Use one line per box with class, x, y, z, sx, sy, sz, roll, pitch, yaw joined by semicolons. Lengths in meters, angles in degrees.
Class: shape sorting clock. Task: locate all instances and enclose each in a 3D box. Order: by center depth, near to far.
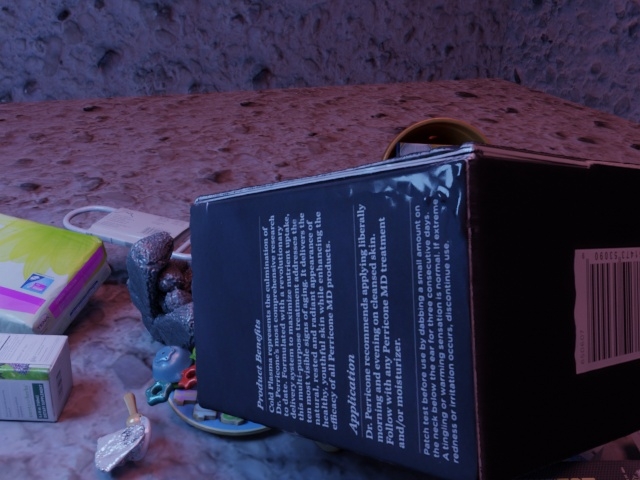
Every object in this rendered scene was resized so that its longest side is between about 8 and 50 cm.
shape sorting clock;-0.134;0.226;1.057;0.206;0.040;0.206;3;25;-2

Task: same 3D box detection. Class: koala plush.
koala plush;-0.194;0.069;1.166;0.221;0.203;0.196;-34;78;-32

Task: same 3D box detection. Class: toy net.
toy net;-0.227;0.235;0.964;0.122;0.045;0.232;-5;38;26

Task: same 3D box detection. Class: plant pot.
plant pot;0.272;-0.156;1.692;0.290;0.291;0.203;2;9;-6

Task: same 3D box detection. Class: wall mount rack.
wall mount rack;-0.334;0.006;1.408;0.350;0.131;0.304;13;30;18

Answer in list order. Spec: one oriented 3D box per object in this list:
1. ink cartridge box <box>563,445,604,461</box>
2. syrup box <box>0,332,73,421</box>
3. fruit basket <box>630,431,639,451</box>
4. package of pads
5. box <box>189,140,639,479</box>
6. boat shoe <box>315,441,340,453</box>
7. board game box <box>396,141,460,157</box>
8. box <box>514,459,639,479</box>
ink cartridge box;0.374;0.303;0.987;0.083;0.028;0.048;-18;33;-39
syrup box;-0.496;0.197;0.999;0.236;0.093;0.096;2;26;-4
fruit basket;0.622;0.336;0.865;0.353;0.166;0.327;-10;24;6
package of pads;-0.551;0.062;1.208;0.296;0.101;0.229;12;44;14
box;0.158;0.068;0.868;0.479;0.298;0.471;-1;0;-39
boat shoe;-0.014;0.247;0.994;0.135;0.045;0.050;35;37;26
board game box;0.252;-0.100;1.574;0.165;0.243;0.042;2;8;-5
box;0.221;0.315;0.697;0.183;0.233;0.059;1;38;-6
